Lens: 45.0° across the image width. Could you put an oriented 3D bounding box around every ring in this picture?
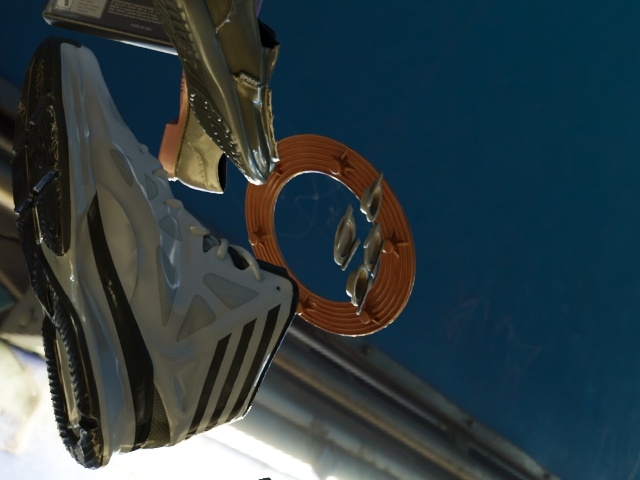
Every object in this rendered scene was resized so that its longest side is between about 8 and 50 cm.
[{"bbox_3d":[0.000,0.000,1.213,0.337,0.032,0.336,19,-59,35],"label":"ring"}]

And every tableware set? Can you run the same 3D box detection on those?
[{"bbox_3d":[0.056,0.004,0.994,0.020,0.141,0.168,10,-42,22],"label":"tableware set"}]

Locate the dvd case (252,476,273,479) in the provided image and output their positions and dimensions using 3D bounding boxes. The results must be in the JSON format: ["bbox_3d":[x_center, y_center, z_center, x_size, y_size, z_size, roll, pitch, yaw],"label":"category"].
[{"bbox_3d":[-0.105,0.275,0.746,0.119,0.087,0.013,-25,-68,32],"label":"dvd case"}]

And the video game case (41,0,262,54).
[{"bbox_3d":[-0.135,-0.315,0.762,0.196,0.274,0.026,14,-15,5],"label":"video game case"}]

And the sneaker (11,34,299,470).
[{"bbox_3d":[-0.177,-0.002,0.847,0.258,0.447,0.169,-6,-11,-35],"label":"sneaker"}]

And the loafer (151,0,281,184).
[{"bbox_3d":[-0.066,-0.143,0.659,0.094,0.087,0.251,48,-16,29],"label":"loafer"}]

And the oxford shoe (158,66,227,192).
[{"bbox_3d":[-0.177,-0.268,1.407,0.147,0.140,0.396,23,-58,0],"label":"oxford shoe"}]
